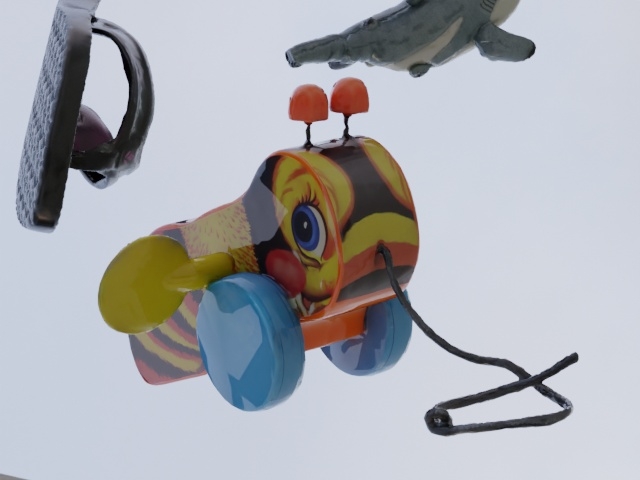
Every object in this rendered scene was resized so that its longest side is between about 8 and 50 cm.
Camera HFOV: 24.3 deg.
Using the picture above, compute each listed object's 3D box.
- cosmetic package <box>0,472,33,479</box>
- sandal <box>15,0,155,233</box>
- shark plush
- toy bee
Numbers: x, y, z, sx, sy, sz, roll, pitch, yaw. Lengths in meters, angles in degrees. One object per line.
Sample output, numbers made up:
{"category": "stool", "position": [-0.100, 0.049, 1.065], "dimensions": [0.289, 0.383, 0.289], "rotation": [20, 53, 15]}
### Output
{"category": "cosmetic package", "position": [-0.400, 0.272, 1.365], "dimensions": [0.385, 0.217, 0.156], "rotation": [19, -108, -20]}
{"category": "sandal", "position": [-0.211, -0.144, 1.398], "dimensions": [0.107, 0.446, 0.167], "rotation": [13, -65, -12]}
{"category": "shark plush", "position": [0.052, -0.138, 0.874], "dimensions": [0.161, 0.073, 0.067], "rotation": [-14, -47, -7]}
{"category": "toy bee", "position": [0.000, 0.000, 0.768], "dimensions": [0.195, 0.298, 0.162], "rotation": [-18, -79, -59]}
